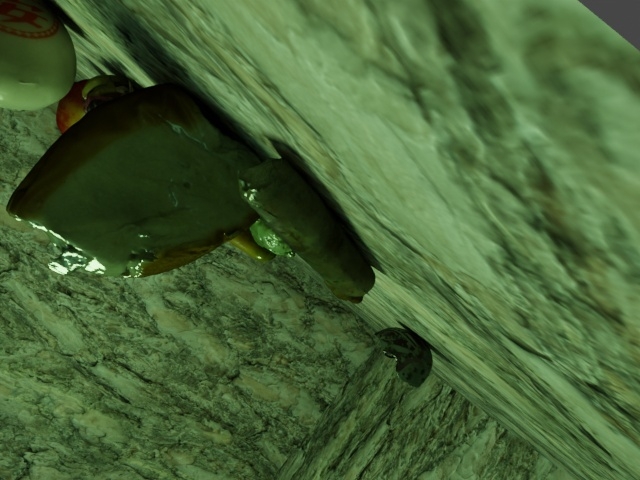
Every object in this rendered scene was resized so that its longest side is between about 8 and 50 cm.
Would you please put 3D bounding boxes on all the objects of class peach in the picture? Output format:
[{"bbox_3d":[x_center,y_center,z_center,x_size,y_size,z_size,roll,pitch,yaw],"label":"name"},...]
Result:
[{"bbox_3d":[-0.564,-0.315,1.078,0.192,0.190,0.190,35,173,32],"label":"peach"}]

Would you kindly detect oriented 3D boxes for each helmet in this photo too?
[{"bbox_3d":[0.234,0.298,1.149,0.177,0.107,0.153,58,-172,33],"label":"helmet"}]

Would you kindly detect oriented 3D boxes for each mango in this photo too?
[{"bbox_3d":[-0.197,-0.024,1.221,0.227,0.136,0.099,44,139,28],"label":"mango"}]

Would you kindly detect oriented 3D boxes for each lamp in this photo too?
[{"bbox_3d":[-0.388,-0.256,0.813,0.118,0.118,0.253,43,169,-33],"label":"lamp"}]

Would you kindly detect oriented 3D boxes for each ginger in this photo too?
[{"bbox_3d":[-0.111,-0.016,1.021,0.137,0.089,0.290,57,170,6],"label":"ginger"}]

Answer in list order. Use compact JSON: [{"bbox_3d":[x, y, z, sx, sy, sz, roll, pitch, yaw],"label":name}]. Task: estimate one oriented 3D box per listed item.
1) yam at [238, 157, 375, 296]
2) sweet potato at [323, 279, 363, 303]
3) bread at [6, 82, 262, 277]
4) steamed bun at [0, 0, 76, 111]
[{"bbox_3d":[0.000,0.000,0.544,0.317,0.071,0.067,47,-153,-54],"label":"yam"},{"bbox_3d":[0.058,0.114,1.045,0.067,0.067,0.274,36,175,31],"label":"sweet potato"},{"bbox_3d":[-0.235,-0.067,0.571,0.225,0.279,0.250,56,167,-20],"label":"bread"},{"bbox_3d":[-0.497,-0.323,0.663,0.231,0.145,0.232,36,-150,-24],"label":"steamed bun"}]
